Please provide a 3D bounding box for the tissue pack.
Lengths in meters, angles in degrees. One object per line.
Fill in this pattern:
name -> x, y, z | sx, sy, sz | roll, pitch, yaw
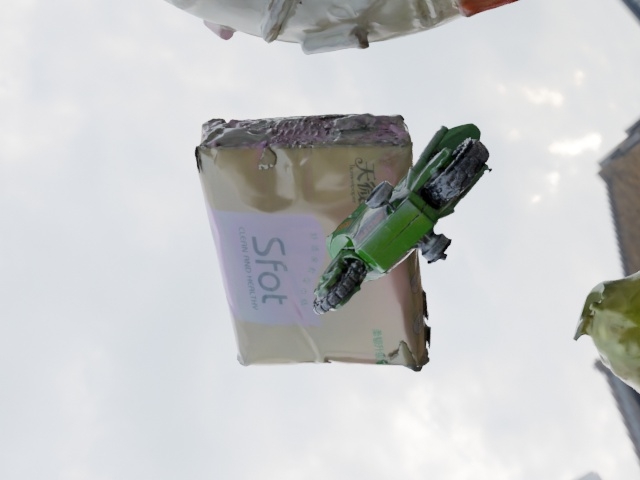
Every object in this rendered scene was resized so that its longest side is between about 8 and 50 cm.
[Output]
tissue pack -> 0.000, 0.000, 1.022 | 0.123, 0.215, 0.256 | -68, -27, -60

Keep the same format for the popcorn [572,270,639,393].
popcorn -> 0.356, 0.033, 0.683 | 0.279, 0.335, 0.274 | 65, -150, -76

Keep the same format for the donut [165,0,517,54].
donut -> -0.002, -0.256, 0.487 | 0.382, 0.382, 0.142 | 35, -139, -20

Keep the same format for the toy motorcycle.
toy motorcycle -> 0.062, -0.015, 0.828 | 0.074, 0.190, 0.106 | 43, -164, -8
